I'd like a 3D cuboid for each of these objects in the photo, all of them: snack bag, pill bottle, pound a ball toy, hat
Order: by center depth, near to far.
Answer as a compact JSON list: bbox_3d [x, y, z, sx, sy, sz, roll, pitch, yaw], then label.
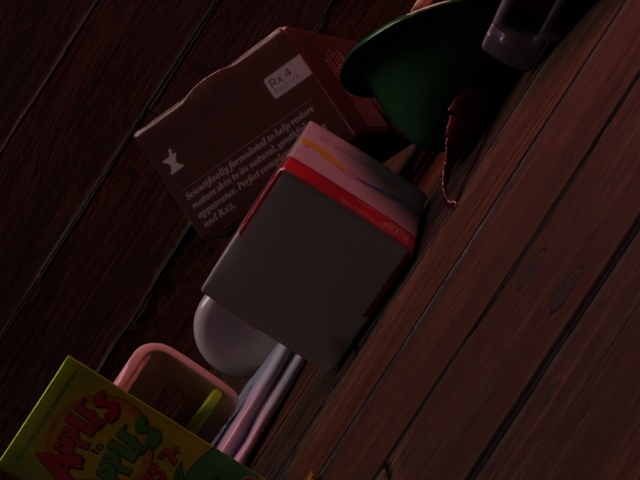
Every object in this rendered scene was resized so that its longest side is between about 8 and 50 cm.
[{"bbox_3d":[0.118,-0.087,1.339,0.209,0.183,0.173,-9,-20,-32],"label":"hat"},{"bbox_3d":[-0.209,0.236,1.512,0.319,0.136,0.208,-55,3,40],"label":"pound a ball toy"},{"bbox_3d":[-0.139,0.277,1.600,0.342,0.037,0.323,-53,4,47],"label":"snack bag"},{"bbox_3d":[-0.082,0.084,1.892,0.117,0.117,0.215,-57,3,8],"label":"pill bottle"}]

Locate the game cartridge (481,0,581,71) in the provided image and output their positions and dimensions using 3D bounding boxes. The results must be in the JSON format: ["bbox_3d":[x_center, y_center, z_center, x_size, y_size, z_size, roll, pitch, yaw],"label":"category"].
[{"bbox_3d":[0.223,-0.293,1.146,0.230,0.068,0.355,-56,-6,-22],"label":"game cartridge"}]

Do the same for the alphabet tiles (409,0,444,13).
[{"bbox_3d":[0.166,-0.260,1.690,0.278,0.021,0.284,-43,-15,-33],"label":"alphabet tiles"}]

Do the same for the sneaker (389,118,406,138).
[{"bbox_3d":[0.127,-0.175,1.523,0.221,0.087,0.128,-57,1,24],"label":"sneaker"}]

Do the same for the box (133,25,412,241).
[{"bbox_3d":[-0.028,-0.115,1.711,0.191,0.143,0.381,-34,-6,15],"label":"box"}]

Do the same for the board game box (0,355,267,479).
[{"bbox_3d":[-0.131,0.172,1.163,0.092,0.181,0.043,-58,3,-15],"label":"board game box"}]

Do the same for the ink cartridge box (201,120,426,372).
[{"bbox_3d":[0.000,0.000,1.332,0.128,0.127,0.176,-57,3,19],"label":"ink cartridge box"}]

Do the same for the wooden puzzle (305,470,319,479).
[{"bbox_3d":[-0.027,0.184,0.972,0.078,0.014,0.116,-57,3,12],"label":"wooden puzzle"}]

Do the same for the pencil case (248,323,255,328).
[{"bbox_3d":[-0.024,0.028,1.621,0.124,0.124,0.284,-58,2,-13],"label":"pencil case"}]
